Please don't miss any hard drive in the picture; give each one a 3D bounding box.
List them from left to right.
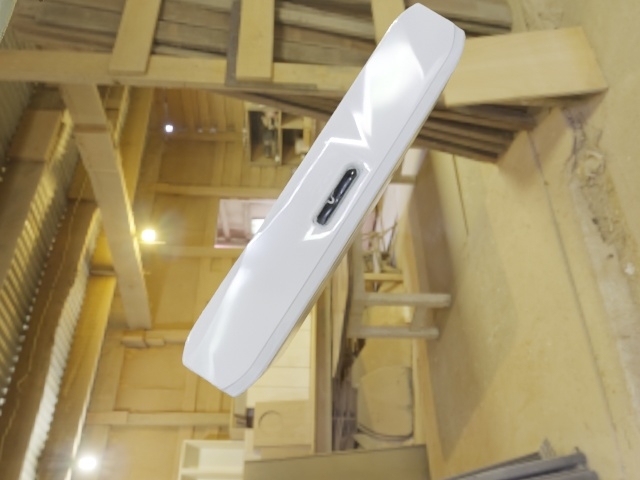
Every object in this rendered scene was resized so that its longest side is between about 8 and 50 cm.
[{"bbox_3d":[0.000,0.000,0.498,0.233,0.047,0.353,-58,-3,-8],"label":"hard drive"}]

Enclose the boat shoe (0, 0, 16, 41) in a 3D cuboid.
[{"bbox_3d":[-0.211,-0.176,0.288,0.103,0.113,0.303,-11,79,48],"label":"boat shoe"}]
